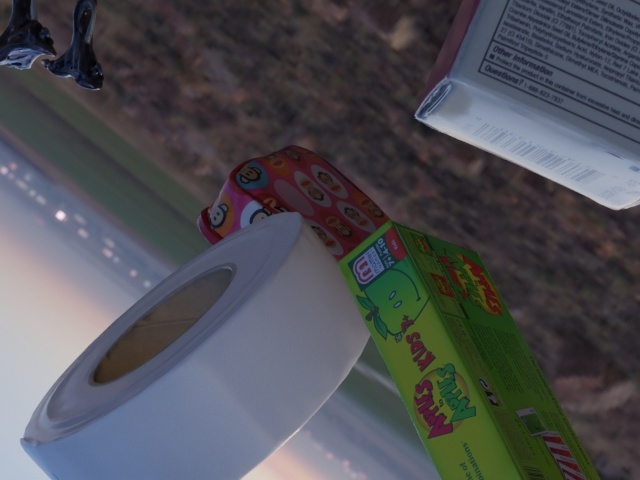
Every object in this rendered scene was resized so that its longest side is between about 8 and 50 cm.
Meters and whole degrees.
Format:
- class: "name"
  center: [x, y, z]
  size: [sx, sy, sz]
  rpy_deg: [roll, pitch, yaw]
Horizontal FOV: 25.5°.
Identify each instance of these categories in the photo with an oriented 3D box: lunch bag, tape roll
- class: "lunch bag"
  center: [0.000, 0.000, 1.847]
  size: [0.258, 0.120, 0.293]
  rpy_deg: [40, -159, 9]
- class: "tape roll"
  center: [-0.098, 0.103, 1.131]
  size: [0.100, 0.286, 0.286]
  rpy_deg: [52, 170, -14]

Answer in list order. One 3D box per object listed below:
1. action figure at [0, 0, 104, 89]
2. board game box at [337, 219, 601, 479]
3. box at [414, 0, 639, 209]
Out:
- class: "action figure"
  center: [-0.196, -0.266, 1.101]
  size: [0.141, 0.276, 0.164]
  rpy_deg: [25, -166, 38]
- class: "board game box"
  center: [0.084, 0.080, 0.762]
  size: [0.092, 0.043, 0.181]
  rpy_deg: [19, -141, -50]
- class: "box"
  center: [0.171, -0.155, 0.826]
  size: [0.148, 0.232, 0.127]
  rpy_deg: [24, 172, -3]
